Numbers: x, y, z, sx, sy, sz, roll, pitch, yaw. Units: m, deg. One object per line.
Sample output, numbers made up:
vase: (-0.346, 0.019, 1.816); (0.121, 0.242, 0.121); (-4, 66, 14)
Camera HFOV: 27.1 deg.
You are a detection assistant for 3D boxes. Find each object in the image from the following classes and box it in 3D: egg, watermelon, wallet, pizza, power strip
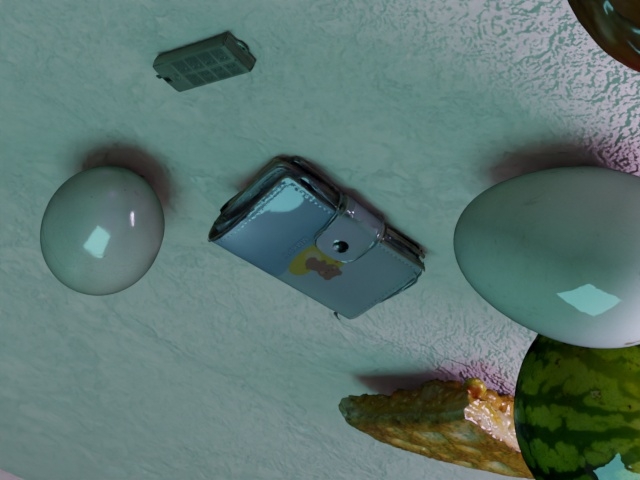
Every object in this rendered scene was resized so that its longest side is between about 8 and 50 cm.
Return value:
egg: (0.261, 0.014, 1.355); (0.264, 0.182, 0.183); (10, 149, 27)
watermelon: (0.359, 0.187, 1.484); (0.285, 0.285, 0.285); (15, 150, 9)
egg: (-0.271, -0.015, 1.665); (0.151, 0.151, 0.209); (25, 144, -8)
wallet: (0.000, 0.000, 1.607); (0.231, 0.069, 0.170); (33, 131, -26)
pizza: (0.199, 0.279, 1.928); (0.268, 0.087, 0.258); (-11, 142, 44)
power strip: (-0.130, -0.188, 1.427); (0.136, 0.019, 0.051); (-9, 141, 40)

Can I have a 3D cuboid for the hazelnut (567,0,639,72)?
hazelnut: (0.268, -0.206, 0.998); (0.181, 0.181, 0.212); (0, 161, -6)
